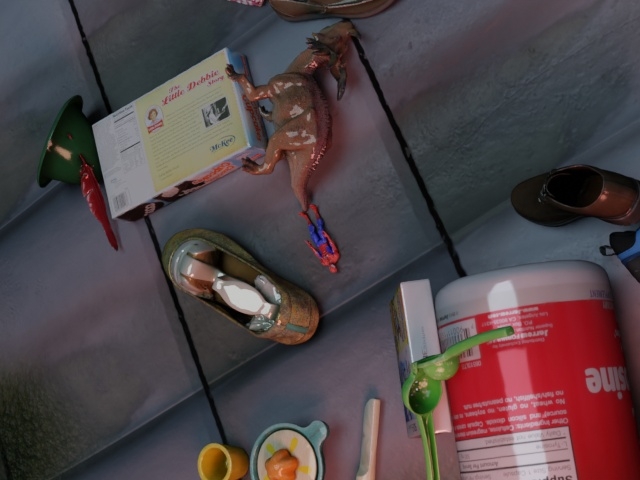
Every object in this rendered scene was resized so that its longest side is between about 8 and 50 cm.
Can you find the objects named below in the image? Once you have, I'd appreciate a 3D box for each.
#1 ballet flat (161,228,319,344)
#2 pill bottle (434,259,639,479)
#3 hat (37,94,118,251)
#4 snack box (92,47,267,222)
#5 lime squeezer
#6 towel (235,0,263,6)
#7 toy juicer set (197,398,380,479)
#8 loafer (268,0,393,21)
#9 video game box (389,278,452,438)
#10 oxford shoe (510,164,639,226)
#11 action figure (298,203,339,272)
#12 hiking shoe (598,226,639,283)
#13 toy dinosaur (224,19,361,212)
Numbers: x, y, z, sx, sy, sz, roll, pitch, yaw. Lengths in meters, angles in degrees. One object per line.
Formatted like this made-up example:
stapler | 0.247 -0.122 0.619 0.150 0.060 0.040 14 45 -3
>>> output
ballet flat | -0.155 0.065 1.765 0.348 0.123 0.123 27 99 33
pill bottle | 0.284 0.244 1.385 0.229 0.229 0.407 -15 76 31
hat | -0.396 -0.134 1.986 0.183 0.173 0.208 23 114 0
snack box | -0.246 -0.176 1.887 0.322 0.060 0.187 -24 72 29
lime squeezer | 0.146 0.182 1.336 0.110 0.059 0.310 -113 29 -44
towel | -0.155 -0.488 1.885 0.197 0.029 0.144 20 94 34
toy juicer set | -0.039 0.380 1.663 0.329 0.089 0.209 -22 72 29
loafer | 0.014 -0.399 1.727 0.251 0.087 0.094 -7 80 33
video game box | 0.136 0.170 1.522 0.048 0.187 0.205 -7 78 -5
oxford shoe | 0.321 -0.069 1.451 0.227 0.096 0.083 -3 70 60
action figure | 0.000 0.000 1.723 0.038 0.030 0.115 -33 69 20
hiking shoe | 0.483 -0.062 1.361 0.132 0.113 0.304 47 109 28
toy dinosaur | -0.023 -0.200 1.712 0.200 0.127 0.295 -10 84 25
